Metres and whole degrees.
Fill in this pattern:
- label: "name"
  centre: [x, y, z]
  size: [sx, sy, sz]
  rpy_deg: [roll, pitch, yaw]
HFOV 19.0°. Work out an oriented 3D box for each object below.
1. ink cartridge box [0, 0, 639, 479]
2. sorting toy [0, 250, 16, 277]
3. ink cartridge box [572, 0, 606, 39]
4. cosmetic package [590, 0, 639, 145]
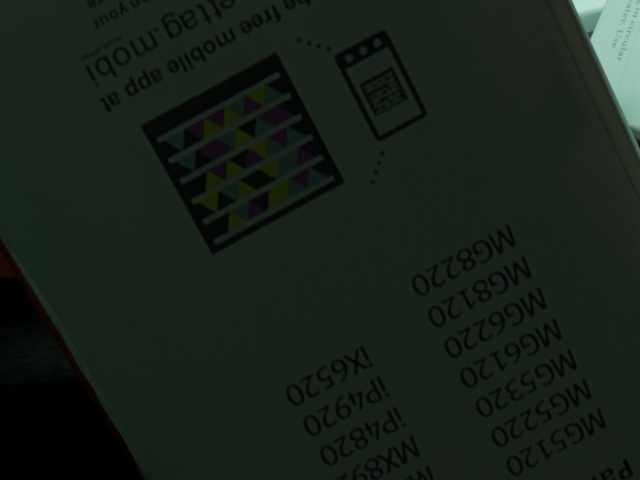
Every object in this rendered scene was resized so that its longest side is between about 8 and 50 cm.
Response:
- label: "ink cartridge box"
  centre: [0.000, 0.000, 0.543]
  size: [0.130, 0.272, 0.309]
  rpy_deg: [-29, 19, -2]
- label: "sorting toy"
  centre: [-0.222, -0.037, 0.782]
  size: [0.255, 0.089, 0.257]
  rpy_deg: [17, 20, 40]
- label: "ink cartridge box"
  centre: [0.192, -0.154, 1.239]
  size: [0.371, 0.069, 0.176]
  rpy_deg: [-17, 22, -24]
- label: "cosmetic package"
  centre: [0.293, -0.082, 0.812]
  size: [0.155, 0.197, 0.365]
  rpy_deg: [19, 7, -35]
